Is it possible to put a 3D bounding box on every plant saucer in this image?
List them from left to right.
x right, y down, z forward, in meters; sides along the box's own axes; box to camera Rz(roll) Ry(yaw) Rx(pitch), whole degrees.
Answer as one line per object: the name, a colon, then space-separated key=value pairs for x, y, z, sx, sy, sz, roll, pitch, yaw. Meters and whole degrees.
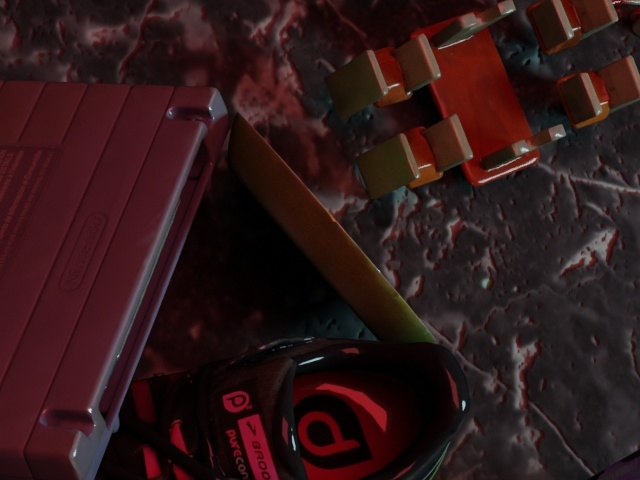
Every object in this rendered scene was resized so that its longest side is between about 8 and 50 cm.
plant saucer: x=0.000 y=0.000 z=1.434 sx=0.037 sy=0.241 sz=0.241 roll=-40 pitch=86 yaw=0

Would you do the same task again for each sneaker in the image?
sneaker: x=-0.103 y=0.155 z=1.317 sx=0.483 sy=0.202 sz=0.185 roll=-17 pitch=74 yaw=-28

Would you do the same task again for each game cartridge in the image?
game cartridge: x=-0.222 y=0.021 z=1.328 sx=0.230 sy=0.068 sz=0.355 roll=1 pitch=48 yaw=21

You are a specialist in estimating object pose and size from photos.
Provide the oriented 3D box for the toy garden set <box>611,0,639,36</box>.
toy garden set: x=0.362 y=-0.274 z=1.786 sx=0.244 sy=0.049 sz=0.203 roll=11 pitch=64 yaw=-18

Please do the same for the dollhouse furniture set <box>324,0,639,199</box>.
dollhouse furniture set: x=0.119 y=-0.178 z=1.623 sx=0.262 sy=0.135 sz=0.259 roll=-20 pitch=88 yaw=-28

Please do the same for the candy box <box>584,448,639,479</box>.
candy box: x=0.274 y=0.272 z=1.441 sx=0.070 sy=0.165 sz=0.196 roll=8 pitch=65 yaw=-19
